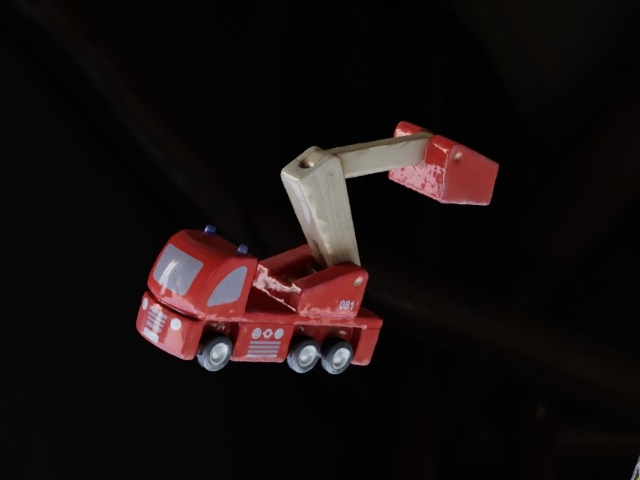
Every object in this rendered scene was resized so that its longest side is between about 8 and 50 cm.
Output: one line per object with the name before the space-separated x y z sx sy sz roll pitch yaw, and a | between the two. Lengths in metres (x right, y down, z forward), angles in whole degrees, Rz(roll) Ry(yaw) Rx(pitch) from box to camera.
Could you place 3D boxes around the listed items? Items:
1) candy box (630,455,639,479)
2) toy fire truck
candy box | 0.158 0.083 0.669 0.070 0.196 0.165 23 -115 4
toy fire truck | 0.000 0.000 1.015 0.192 0.135 0.047 6 -164 -43
